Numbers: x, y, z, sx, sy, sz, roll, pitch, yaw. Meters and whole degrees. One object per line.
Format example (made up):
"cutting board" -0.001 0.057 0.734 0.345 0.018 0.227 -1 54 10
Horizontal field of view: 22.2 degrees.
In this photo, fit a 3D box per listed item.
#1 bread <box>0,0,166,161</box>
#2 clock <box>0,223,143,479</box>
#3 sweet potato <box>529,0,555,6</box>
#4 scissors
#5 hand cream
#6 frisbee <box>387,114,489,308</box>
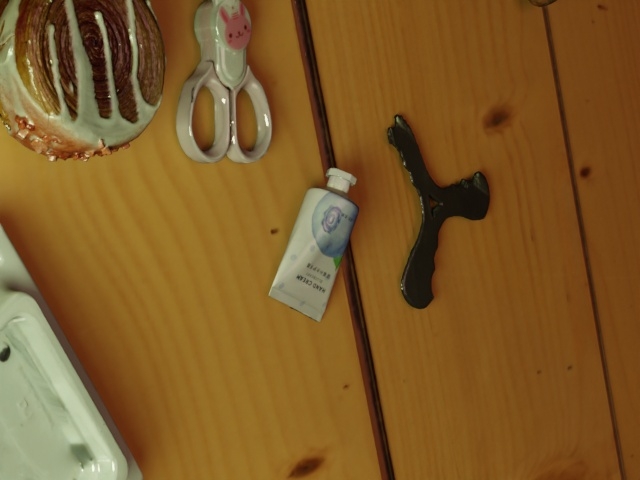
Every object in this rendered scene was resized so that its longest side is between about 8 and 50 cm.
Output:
"bread" -0.194 -0.142 1.299 0.160 0.073 0.160 8 80 -53
"clock" -0.242 0.148 1.176 0.231 0.116 0.262 -50 125 -43
"sweet potato" 0.295 -0.350 1.972 0.050 0.050 0.214 57 48 -32
"scissors" -0.087 -0.190 1.477 0.118 0.031 0.242 -1 89 -54
"hand cream" 0.000 0.000 1.563 0.084 0.053 0.142 31 73 -48
"frisbee" 0.114 -0.053 1.742 0.211 0.012 0.187 -48 122 -43
